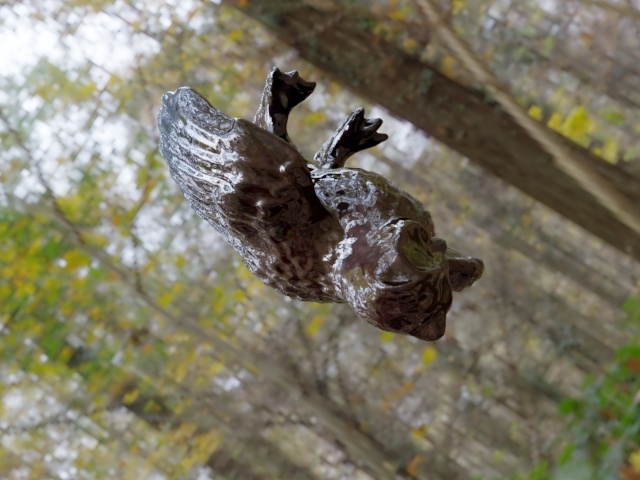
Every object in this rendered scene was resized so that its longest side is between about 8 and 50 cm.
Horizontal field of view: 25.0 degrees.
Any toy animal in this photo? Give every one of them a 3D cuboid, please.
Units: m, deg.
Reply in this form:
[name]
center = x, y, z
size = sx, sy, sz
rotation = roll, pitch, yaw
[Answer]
[toy animal]
center = 0.004, 0.004, 0.775
size = 0.116, 0.179, 0.218
rotation = -44, -51, 17
